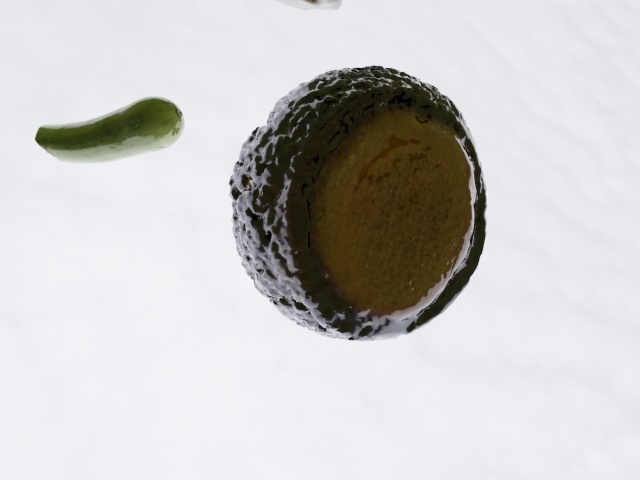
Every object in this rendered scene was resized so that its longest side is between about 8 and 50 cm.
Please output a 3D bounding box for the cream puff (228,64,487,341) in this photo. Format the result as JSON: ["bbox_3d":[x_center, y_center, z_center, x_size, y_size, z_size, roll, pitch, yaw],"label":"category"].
[{"bbox_3d":[0.032,-0.033,0.422,0.238,0.164,0.239,-7,-77,-31],"label":"cream puff"}]

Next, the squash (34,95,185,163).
[{"bbox_3d":[-0.328,-0.169,0.738,0.249,0.083,0.083,-8,-112,17],"label":"squash"}]

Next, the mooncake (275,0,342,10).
[{"bbox_3d":[-0.047,-0.528,0.920,0.234,0.235,0.117,17,-74,-7],"label":"mooncake"}]
